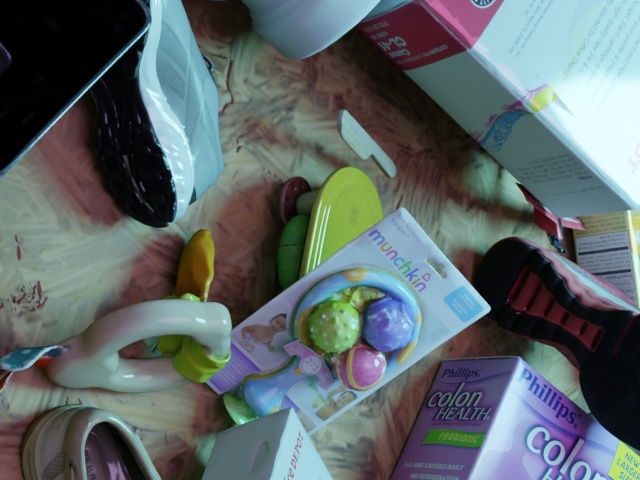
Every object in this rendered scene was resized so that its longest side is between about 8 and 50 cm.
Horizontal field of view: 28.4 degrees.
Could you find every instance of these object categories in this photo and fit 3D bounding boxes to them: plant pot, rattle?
[{"bbox_3d":[-0.277,-0.158,0.941,0.187,0.167,0.188,49,59,-20],"label":"plant pot"},{"bbox_3d":[-0.179,0.056,1.045,0.200,0.130,0.142,-6,75,-10],"label":"rattle"}]

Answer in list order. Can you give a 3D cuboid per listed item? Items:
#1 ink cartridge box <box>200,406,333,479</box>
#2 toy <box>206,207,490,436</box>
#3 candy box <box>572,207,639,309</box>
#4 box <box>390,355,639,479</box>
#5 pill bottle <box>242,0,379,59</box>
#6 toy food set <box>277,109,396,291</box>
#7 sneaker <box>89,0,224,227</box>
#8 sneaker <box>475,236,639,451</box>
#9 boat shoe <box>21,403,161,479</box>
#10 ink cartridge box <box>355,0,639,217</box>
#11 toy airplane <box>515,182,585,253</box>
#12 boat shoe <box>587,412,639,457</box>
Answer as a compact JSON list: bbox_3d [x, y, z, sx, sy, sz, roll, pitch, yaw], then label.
[{"bbox_3d":[-0.025,0.261,1.069,0.190,0.082,0.139,61,19,-18],"label":"ink cartridge box"},{"bbox_3d":[0.018,0.094,1.093,0.137,0.237,0.056,47,18,-27],"label":"toy"},{"bbox_3d":[0.374,-0.004,1.433,0.183,0.087,0.316,-4,85,-39],"label":"candy box"},{"bbox_3d":[0.181,0.272,1.241,0.213,0.117,0.243,39,63,-25],"label":"box"},{"bbox_3d":[-0.094,-0.338,1.069,0.363,0.210,0.210,42,62,-24],"label":"pill bottle"},{"bbox_3d":[0.000,0.000,1.187,0.128,0.071,0.217,31,67,-55],"label":"toy food set"},{"bbox_3d":[-0.143,-0.152,1.063,0.108,0.100,0.271,-38,128,-46],"label":"sneaker"},{"bbox_3d":[0.301,0.098,1.266,0.136,0.314,0.116,5,121,-46],"label":"sneaker"},{"bbox_3d":[-0.145,0.274,1.017,0.109,0.098,0.302,-24,98,-35],"label":"boat shoe"},{"bbox_3d":[0.219,-0.199,1.222,0.306,0.131,0.226,42,69,-21],"label":"ink cartridge box"},{"bbox_3d":[0.231,-0.053,1.344,0.151,0.028,0.151,40,35,-36],"label":"toy airplane"},{"bbox_3d":[0.400,0.202,1.416,0.301,0.108,0.102,15,75,-36],"label":"boat shoe"}]
